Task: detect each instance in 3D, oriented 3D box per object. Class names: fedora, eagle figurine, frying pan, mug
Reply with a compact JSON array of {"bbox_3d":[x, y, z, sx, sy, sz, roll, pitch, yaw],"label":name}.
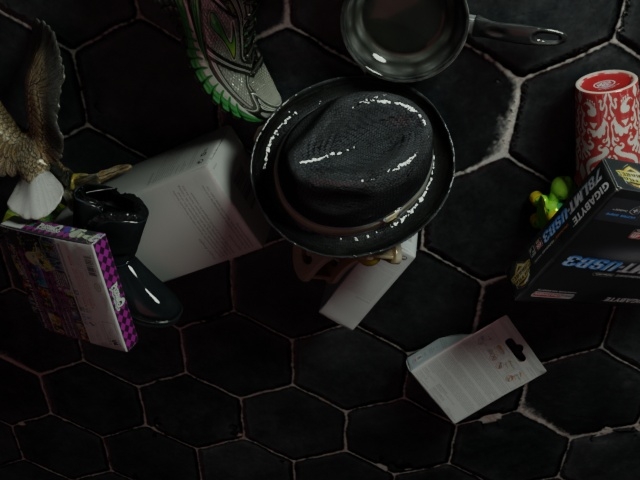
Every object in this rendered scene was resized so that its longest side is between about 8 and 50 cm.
[{"bbox_3d":[0.055,-0.135,1.209,0.334,0.333,0.152,15,168,0],"label":"fedora"},{"bbox_3d":[-0.513,-0.196,1.354,0.225,0.226,0.298,12,136,43],"label":"eagle figurine"},{"bbox_3d":[0.189,-0.352,1.183,0.326,0.053,0.197,-13,124,18],"label":"frying pan"},{"bbox_3d":[0.467,-0.183,1.244,0.113,0.150,0.169,20,136,45],"label":"mug"}]

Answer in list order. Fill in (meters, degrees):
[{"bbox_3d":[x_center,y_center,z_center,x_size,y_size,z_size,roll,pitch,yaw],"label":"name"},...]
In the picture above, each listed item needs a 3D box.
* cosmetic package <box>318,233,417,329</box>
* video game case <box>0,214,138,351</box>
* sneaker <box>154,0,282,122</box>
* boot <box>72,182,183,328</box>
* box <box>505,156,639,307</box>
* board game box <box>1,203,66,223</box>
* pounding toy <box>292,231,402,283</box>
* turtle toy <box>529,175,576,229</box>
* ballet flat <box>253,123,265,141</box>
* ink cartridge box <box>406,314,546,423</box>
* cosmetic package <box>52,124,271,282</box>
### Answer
[{"bbox_3d":[0.090,0.051,1.477,0.086,0.117,0.231,29,126,-11],"label":"cosmetic package"},{"bbox_3d":[-0.435,0.076,1.358,0.210,0.042,0.232,9,127,25],"label":"video game case"},{"bbox_3d":[-0.144,-0.334,1.212,0.146,0.134,0.343,-17,124,17],"label":"sneaker"},{"bbox_3d":[-0.333,0.028,1.359,0.247,0.094,0.207,29,130,0],"label":"boot"},{"bbox_3d":[0.505,0.003,1.282,0.296,0.073,0.293,6,139,-21],"label":"box"},{"bbox_3d":[-0.526,-0.026,1.555,0.181,0.092,0.043,29,128,-12],"label":"board game box"},{"bbox_3d":[0.000,0.000,1.364,0.155,0.154,0.270,7,-179,-38],"label":"pounding toy"},{"bbox_3d":[0.411,-0.053,1.355,0.066,0.095,0.130,-15,127,-5],"label":"turtle toy"},{"bbox_3d":[-0.042,-0.177,1.364,0.168,0.052,0.057,-1,127,13],"label":"ballet flat"},{"bbox_3d":[0.328,0.265,1.651,0.232,0.066,0.189,-35,115,9],"label":"ink cartridge box"},{"bbox_3d":[-0.288,-0.045,1.453,0.366,0.155,0.197,-17,122,24],"label":"cosmetic package"}]
